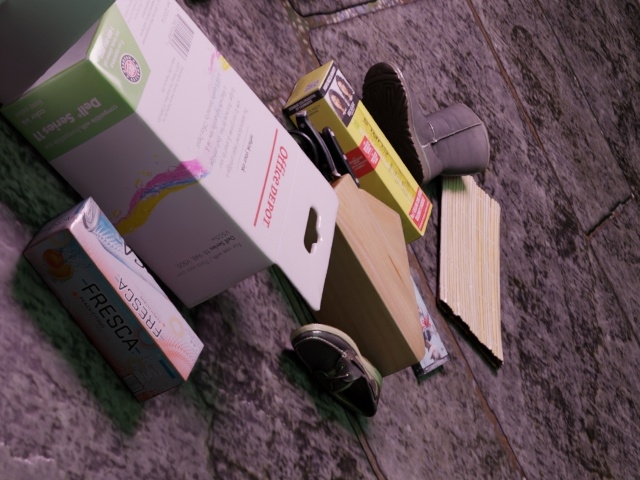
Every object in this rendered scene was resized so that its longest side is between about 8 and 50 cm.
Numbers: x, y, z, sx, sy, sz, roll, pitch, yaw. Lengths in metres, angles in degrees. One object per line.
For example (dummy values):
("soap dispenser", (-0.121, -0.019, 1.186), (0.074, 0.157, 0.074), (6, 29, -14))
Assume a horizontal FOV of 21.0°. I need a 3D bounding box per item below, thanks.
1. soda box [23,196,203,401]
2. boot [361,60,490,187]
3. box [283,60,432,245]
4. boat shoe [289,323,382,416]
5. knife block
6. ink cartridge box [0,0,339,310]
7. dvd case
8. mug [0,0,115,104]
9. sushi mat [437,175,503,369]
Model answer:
("soda box", (-0.185, 0.055, 1.564), (0.183, 0.058, 0.063), (55, 28, -19))
("boot", (0.149, -0.163, 2.322), (0.208, 0.076, 0.190), (-24, 102, -51))
("box", (0.048, -0.101, 2.124), (0.232, 0.058, 0.087), (55, 27, -18))
("boat shoe", (0.022, 0.141, 1.866), (0.152, 0.056, 0.049), (39, 31, -41))
("knife block", (0.000, 0.000, 1.916), (0.242, 0.088, 0.276), (30, 43, -48))
("ink cartridge box", (-0.136, -0.083, 1.704), (0.353, 0.119, 0.207), (49, 30, -26))
("dvd case", (0.115, 0.103, 2.116), (0.087, 0.013, 0.119), (-17, 83, -63))
("mug", (-0.302, -0.301, 1.409), (0.328, 0.276, 0.374), (43, 25, -14))
("sushi mat", (0.206, 0.016, 2.352), (0.151, 0.019, 0.316), (45, 32, -31))
